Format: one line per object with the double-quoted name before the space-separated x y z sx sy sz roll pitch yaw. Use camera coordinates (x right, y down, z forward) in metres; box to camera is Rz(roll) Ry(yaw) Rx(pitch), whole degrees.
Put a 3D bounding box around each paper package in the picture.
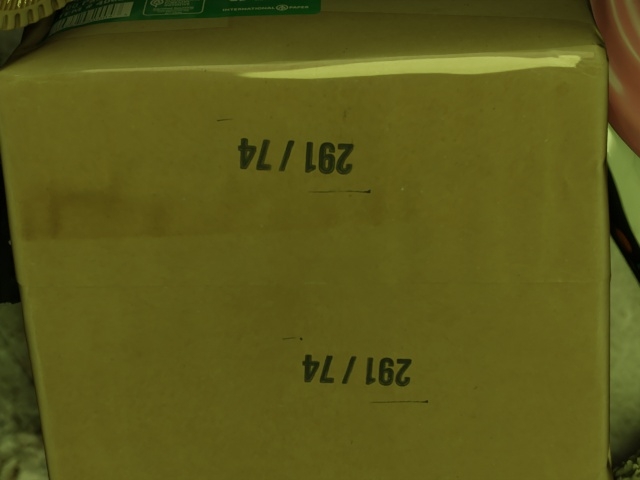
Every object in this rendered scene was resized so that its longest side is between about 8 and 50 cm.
"paper package" 0.000 0.000 1.115 0.325 0.168 0.309 -3 115 2

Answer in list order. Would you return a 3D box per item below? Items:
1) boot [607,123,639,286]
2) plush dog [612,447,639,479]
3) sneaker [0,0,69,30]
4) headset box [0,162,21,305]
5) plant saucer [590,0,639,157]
"boot" 0.256 -0.062 1.245 0.176 0.088 0.244 -32 104 -5
"plush dog" 0.251 0.158 1.205 0.210 0.262 0.225 37 84 14
"sneaker" -0.130 -0.219 1.107 0.282 0.153 0.099 -33 129 -29
"headset box" -0.311 -0.006 1.163 0.293 0.110 0.218 1 95 -5
"plant saucer" 0.318 -0.141 1.139 0.332 0.332 0.084 -11 140 -6
